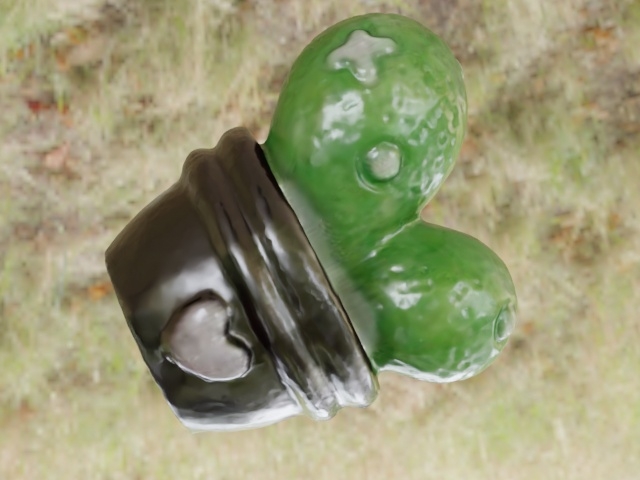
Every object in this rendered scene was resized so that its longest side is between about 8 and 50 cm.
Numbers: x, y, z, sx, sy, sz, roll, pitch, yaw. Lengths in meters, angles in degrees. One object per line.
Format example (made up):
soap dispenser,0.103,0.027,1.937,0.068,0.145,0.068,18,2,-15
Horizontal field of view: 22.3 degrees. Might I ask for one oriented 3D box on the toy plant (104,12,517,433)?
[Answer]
toy plant,0.000,0.000,0.939,0.235,0.218,0.175,-26,-176,-1
